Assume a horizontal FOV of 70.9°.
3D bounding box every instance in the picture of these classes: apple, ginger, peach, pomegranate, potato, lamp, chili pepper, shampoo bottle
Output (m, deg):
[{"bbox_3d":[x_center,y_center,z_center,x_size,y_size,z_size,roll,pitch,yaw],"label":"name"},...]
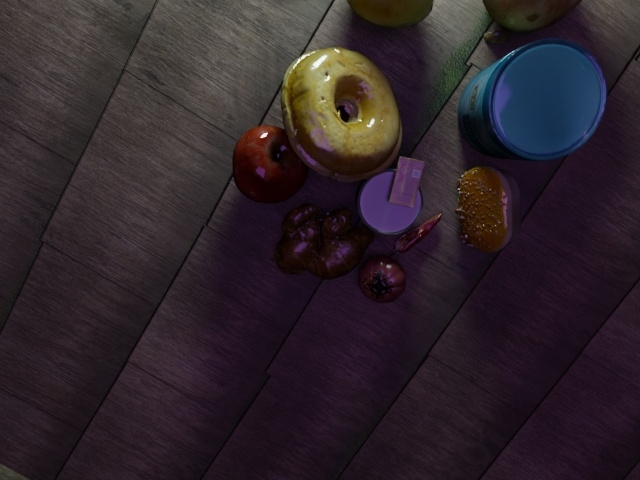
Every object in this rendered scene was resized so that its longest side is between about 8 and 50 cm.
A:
[{"bbox_3d":[-0.170,-0.251,1.517,0.260,0.216,0.261,5,76,-22],"label":"apple"},{"bbox_3d":[0.010,0.004,1.602,0.357,0.152,0.275,9,107,1],"label":"ginger"},{"bbox_3d":[0.216,-0.820,1.373,0.315,0.282,0.314,17,141,25],"label":"peach"},{"bbox_3d":[0.657,-0.812,1.343,0.337,0.338,0.339,0,101,1],"label":"pomegranate"},{"bbox_3d":[0.602,-0.685,1.513,0.093,0.036,0.037,-3,98,1],"label":"potato"},{"bbox_3d":[0.225,0.139,1.643,0.181,0.140,0.182,6,109,18],"label":"lamp"},{"bbox_3d":[0.346,-0.015,1.650,0.268,0.059,0.050,-39,136,5],"label":"chili pepper"},{"bbox_3d":[0.634,-0.420,1.410,0.330,0.343,0.332,0,102,2],"label":"shampoo bottle"}]

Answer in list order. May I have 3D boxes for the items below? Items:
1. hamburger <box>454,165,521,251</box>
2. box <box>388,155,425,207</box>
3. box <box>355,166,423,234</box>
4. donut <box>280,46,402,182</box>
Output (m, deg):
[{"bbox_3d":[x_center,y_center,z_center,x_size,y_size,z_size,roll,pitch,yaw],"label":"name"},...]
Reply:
[{"bbox_3d":[0.570,-0.106,1.539,0.151,0.227,0.296,-7,99,-21],"label":"hamburger"},{"bbox_3d":[0.282,-0.191,1.473,0.088,0.022,0.157,10,101,-1],"label":"box"},{"bbox_3d":[0.238,-0.140,1.574,0.225,0.149,0.226,0,102,2],"label":"box"},{"bbox_3d":[0.074,-0.404,1.443,0.448,0.198,0.450,3,82,-22],"label":"donut"}]
